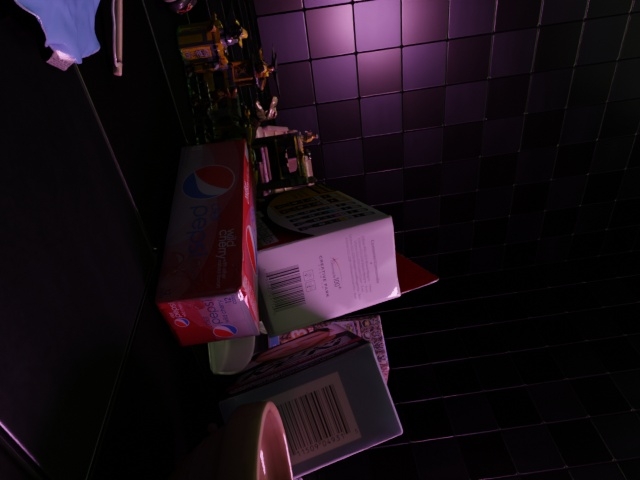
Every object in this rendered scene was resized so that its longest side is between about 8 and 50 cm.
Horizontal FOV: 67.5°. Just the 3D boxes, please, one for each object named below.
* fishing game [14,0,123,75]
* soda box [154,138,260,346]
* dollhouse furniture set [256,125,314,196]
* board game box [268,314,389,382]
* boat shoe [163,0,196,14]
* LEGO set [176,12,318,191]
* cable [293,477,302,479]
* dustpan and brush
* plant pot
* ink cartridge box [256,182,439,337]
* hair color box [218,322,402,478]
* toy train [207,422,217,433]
[{"bbox_3d":[-0.185,-0.216,0.319,0.264,0.041,0.189,-170,-101,-84],"label":"fishing game"},{"bbox_3d":[-0.126,-0.011,0.574,0.084,0.092,0.264,82,-1,-46],"label":"soda box"},{"bbox_3d":[-0.163,-0.172,1.433,0.355,0.173,0.304,-25,108,-67],"label":"dollhouse furniture set"},{"bbox_3d":[0.023,0.323,1.271,0.232,0.290,0.141,80,2,-58],"label":"board game box"},{"bbox_3d":[-0.196,-0.347,0.682,0.133,0.048,0.042,-105,177,-52],"label":"boat shoe"},{"bbox_3d":[-0.104,-0.209,0.814,0.255,0.191,0.332,82,-1,-85],"label":"LEGO set"},{"bbox_3d":[-0.052,0.515,0.763,0.257,0.089,0.258,82,0,-73],"label":"cable"},{"bbox_3d":[-0.121,0.131,0.745,0.211,0.060,0.148,82,-1,-74],"label":"dustpan and brush"},{"bbox_3d":[-0.080,0.259,0.386,0.237,0.109,0.238,173,-90,-90],"label":"plant pot"},{"bbox_3d":[0.000,0.000,0.792,0.309,0.271,0.130,-140,-143,-66],"label":"ink cartridge box"},{"bbox_3d":[-0.024,0.215,0.707,0.374,0.185,0.114,122,-52,-82],"label":"hair color box"},{"bbox_3d":[-0.105,0.298,0.612,0.166,0.046,0.125,81,2,-68],"label":"toy train"}]
